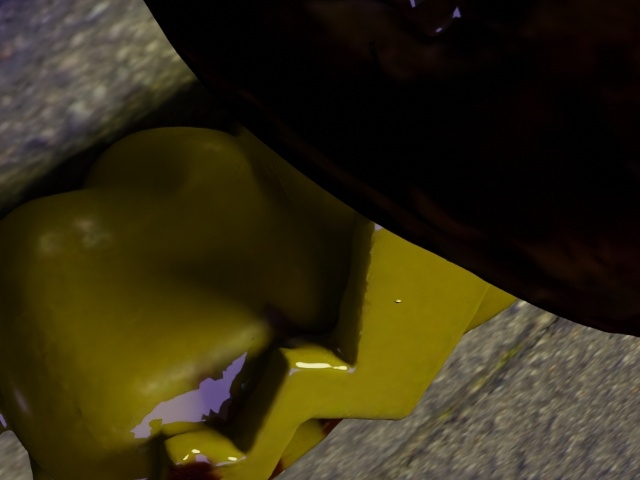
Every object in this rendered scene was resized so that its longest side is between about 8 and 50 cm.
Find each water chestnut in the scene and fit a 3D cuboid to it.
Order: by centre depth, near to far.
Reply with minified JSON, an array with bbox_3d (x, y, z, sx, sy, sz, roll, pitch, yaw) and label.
[{"bbox_3d":[0.105,-0.148,0.599,0.302,0.350,0.350,-44,166,-49],"label":"water chestnut"}]

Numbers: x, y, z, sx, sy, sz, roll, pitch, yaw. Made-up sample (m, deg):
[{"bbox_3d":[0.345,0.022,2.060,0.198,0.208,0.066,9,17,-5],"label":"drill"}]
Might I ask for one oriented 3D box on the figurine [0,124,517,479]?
[{"bbox_3d":[-0.007,0.004,0.846,0.327,0.169,0.218,-36,159,-3],"label":"figurine"}]
